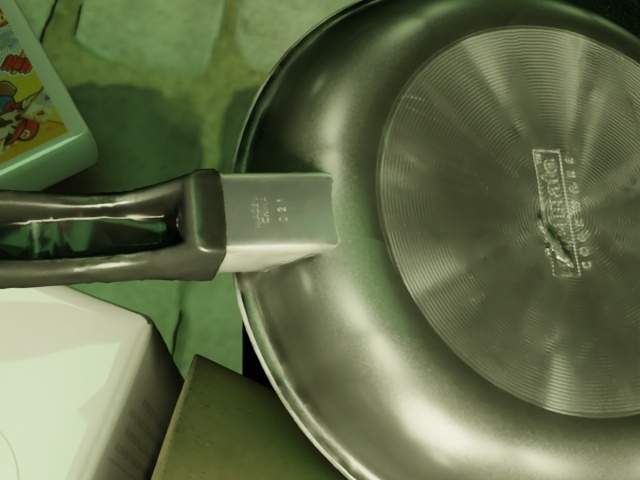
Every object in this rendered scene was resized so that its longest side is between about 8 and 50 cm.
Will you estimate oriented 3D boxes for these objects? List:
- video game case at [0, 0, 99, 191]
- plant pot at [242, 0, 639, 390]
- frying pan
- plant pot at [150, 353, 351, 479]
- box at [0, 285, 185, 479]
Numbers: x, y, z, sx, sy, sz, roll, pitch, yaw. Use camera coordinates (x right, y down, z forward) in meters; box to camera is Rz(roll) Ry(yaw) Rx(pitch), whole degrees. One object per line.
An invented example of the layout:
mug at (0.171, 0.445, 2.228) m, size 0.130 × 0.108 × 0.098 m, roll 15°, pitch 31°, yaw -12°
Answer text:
video game case at (-0.245, -0.060, 0.763) m, size 0.227 × 0.026 × 0.206 m, roll -26°, pitch 54°, yaw -10°
plant pot at (0.092, 0.022, 0.634) m, size 0.167 × 0.188 × 0.187 m, roll 37°, pitch 75°, yaw 10°
frying pan at (0.010, -0.025, 0.495) m, size 0.326 × 0.053 × 0.197 m, roll 24°, pitch 63°, yaw -14°
plant pot at (0.048, 0.200, 0.536) m, size 0.274 × 0.256 × 0.256 m, roll 17°, pitch 68°, yaw -3°
box at (-0.214, 0.160, 0.567) m, size 0.215 × 0.168 × 0.345 m, roll 22°, pitch 77°, yaw 5°
